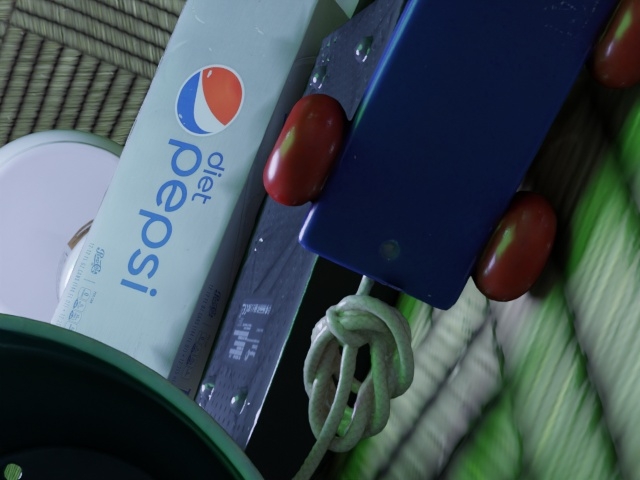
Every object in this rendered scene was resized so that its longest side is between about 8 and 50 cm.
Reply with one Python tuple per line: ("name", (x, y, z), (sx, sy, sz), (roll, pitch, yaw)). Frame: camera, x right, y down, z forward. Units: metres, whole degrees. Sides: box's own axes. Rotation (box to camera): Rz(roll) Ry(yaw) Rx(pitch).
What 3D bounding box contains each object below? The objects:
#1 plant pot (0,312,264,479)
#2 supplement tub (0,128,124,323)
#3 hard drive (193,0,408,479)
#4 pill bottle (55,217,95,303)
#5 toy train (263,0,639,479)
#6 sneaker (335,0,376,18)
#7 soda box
("plant pot", (-0.138, 0.178, 0.521), (0.255, 0.271, 0.272), (110, 179, -80))
("supplement tub", (-0.299, -0.005, 1.397), (0.331, 0.241, 0.241), (-173, 104, -75))
("hard drive", (0.000, 0.000, 0.644), (0.172, 0.054, 0.255), (170, 120, -74))
("pill bottle", (-0.148, 0.042, 0.984), (0.229, 0.131, 0.131), (-167, 98, -76))
("toy train", (0.034, -0.028, 0.482), (0.143, 0.105, 0.248), (-77, 12, -71))
("sneaker", (-0.062, -0.347, 0.783), (0.169, 0.257, 0.448), (-91, 6, -57))
("soda box", (-0.070, -0.025, 0.766), (0.091, 0.098, 0.286), (38, -110, -61))
